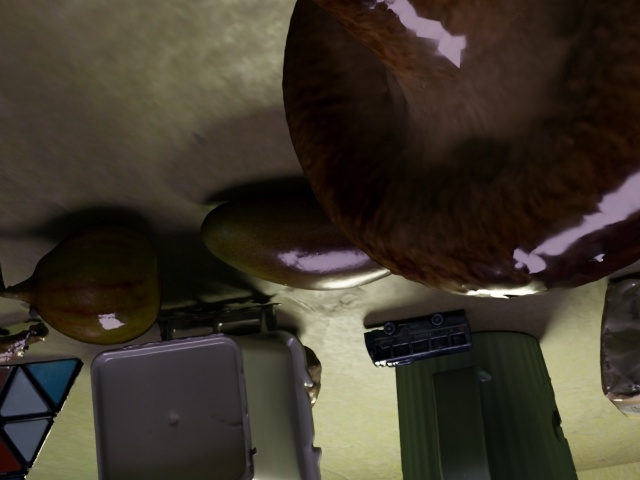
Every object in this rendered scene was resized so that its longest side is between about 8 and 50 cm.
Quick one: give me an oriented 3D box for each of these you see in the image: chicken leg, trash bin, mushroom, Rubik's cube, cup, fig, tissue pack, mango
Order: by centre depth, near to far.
[{"bbox_3d":[0.100,-0.138,0.630,0.331,0.334,0.356,-16,165,20],"label":"mushroom"},{"bbox_3d":[-0.267,0.051,1.146,0.186,0.147,0.142,-13,-169,-21],"label":"fig"},{"bbox_3d":[0.000,0.000,1.148,0.268,0.111,0.133,-1,168,-2],"label":"mango"},{"bbox_3d":[-0.147,0.210,1.293,0.256,0.295,0.367,-7,167,6],"label":"trash bin"},{"bbox_3d":[-0.457,0.160,1.451,0.178,0.070,0.093,-26,152,17],"label":"chicken leg"},{"bbox_3d":[0.490,0.172,1.588,0.090,0.186,0.222,-2,160,22],"label":"tissue pack"},{"bbox_3d":[-0.510,0.346,1.642,0.285,0.234,0.250,-4,157,-9],"label":"Rubik's cube"},{"bbox_3d":[0.288,0.362,1.703,0.310,0.392,0.401,-2,156,-13],"label":"cup"}]

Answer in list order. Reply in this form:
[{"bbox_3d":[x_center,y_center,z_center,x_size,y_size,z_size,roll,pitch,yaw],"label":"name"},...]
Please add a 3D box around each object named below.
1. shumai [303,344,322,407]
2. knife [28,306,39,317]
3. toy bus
[{"bbox_3d":[-0.144,0.317,1.618,0.346,0.283,0.217,-17,156,27],"label":"shumai"},{"bbox_3d":[-0.323,0.062,1.307,0.046,0.021,0.222,12,150,-42],"label":"knife"},{"bbox_3d":[0.153,0.156,1.603,0.166,0.065,0.047,-12,157,8],"label":"toy bus"}]
